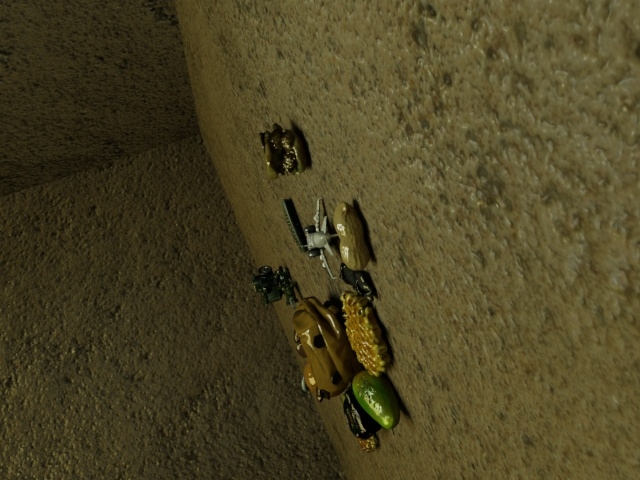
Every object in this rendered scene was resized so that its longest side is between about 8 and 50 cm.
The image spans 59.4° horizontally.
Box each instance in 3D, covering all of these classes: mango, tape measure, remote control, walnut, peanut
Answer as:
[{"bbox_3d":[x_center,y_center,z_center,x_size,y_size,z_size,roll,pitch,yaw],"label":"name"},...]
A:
[{"bbox_3d":[0.179,0.490,1.752,0.233,0.111,0.125,45,158,57],"label":"mango"},{"bbox_3d":[0.151,0.632,2.081,0.186,0.112,0.199,108,145,-59],"label":"tape measure"},{"bbox_3d":[-0.100,-0.057,2.171,0.072,0.042,0.222,-173,62,-75],"label":"remote control"},{"bbox_3d":[0.026,0.551,2.298,0.226,0.193,0.193,72,173,-75],"label":"walnut"},{"bbox_3d":[0.079,-0.012,1.455,0.082,0.082,0.187,-142,34,-66],"label":"peanut"}]

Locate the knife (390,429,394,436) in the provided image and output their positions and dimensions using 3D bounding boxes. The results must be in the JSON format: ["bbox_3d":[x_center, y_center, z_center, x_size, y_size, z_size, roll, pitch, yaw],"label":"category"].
[{"bbox_3d":[0.205,0.549,1.935,0.047,0.017,0.298,16,126,69],"label":"knife"}]

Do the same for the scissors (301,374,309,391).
[{"bbox_3d":[-0.030,0.438,2.425,0.029,0.256,0.384,6,112,27],"label":"scissors"}]

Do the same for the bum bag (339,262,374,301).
[{"bbox_3d":[0.100,0.118,1.626,0.087,0.049,0.197,68,167,-19],"label":"bum bag"}]

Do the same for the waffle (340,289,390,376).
[{"bbox_3d":[0.133,0.279,1.718,0.283,0.065,0.309,68,165,2],"label":"waffle"}]

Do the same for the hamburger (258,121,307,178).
[{"bbox_3d":[-0.114,-0.278,1.722,0.159,0.131,0.185,94,160,-79],"label":"hamburger"}]

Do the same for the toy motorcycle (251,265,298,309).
[{"bbox_3d":[-0.224,0.233,2.765,0.275,0.205,0.127,-117,15,-46],"label":"toy motorcycle"}]

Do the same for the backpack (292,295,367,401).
[{"bbox_3d":[0.013,0.370,2.015,0.378,0.201,0.354,-158,46,-80],"label":"backpack"}]

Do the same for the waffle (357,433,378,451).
[{"bbox_3d":[0.171,0.762,2.336,0.243,0.058,0.238,100,150,-61],"label":"waffle"}]

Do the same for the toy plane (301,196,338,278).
[{"bbox_3d":[-0.005,0.001,1.751,0.255,0.101,0.251,147,113,-77],"label":"toy plane"}]
